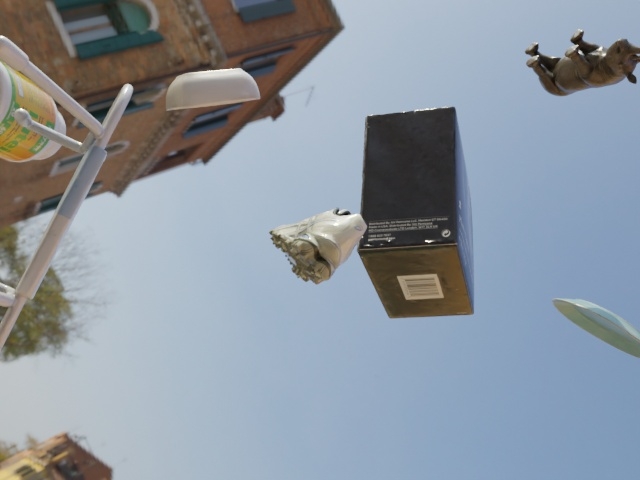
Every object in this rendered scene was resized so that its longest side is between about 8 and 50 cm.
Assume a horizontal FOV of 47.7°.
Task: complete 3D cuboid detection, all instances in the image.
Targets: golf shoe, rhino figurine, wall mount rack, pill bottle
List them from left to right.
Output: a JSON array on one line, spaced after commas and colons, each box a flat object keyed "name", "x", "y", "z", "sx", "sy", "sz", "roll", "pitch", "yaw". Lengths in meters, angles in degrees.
[{"name": "pill bottle", "x": -0.498, "y": -0.199, "z": 1.136, "sx": 0.136, "sy": 0.136, "sz": 0.246, "roll": 62, "pitch": 1, "yaw": 6}, {"name": "wall mount rack", "x": -0.316, "y": -0.045, "z": 0.742, "sx": 0.130, "sy": 0.350, "sz": 0.304, "roll": 27, "pitch": -11, "yaw": -18}, {"name": "golf shoe", "x": 0.000, "y": 0.000, "z": 0.808, "sx": 0.069, "sy": 0.086, "sz": 0.176, "roll": 55, "pitch": -13, "yaw": -16}, {"name": "rhino figurine", "x": 0.451, "y": -0.296, "z": 1.210, "sx": 0.106, "sy": 0.073, "sz": 0.243, "roll": 39, "pitch": -13, "yaw": -23}]

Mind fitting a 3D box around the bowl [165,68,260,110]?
[{"name": "bowl", "x": -0.174, "y": -0.241, "z": 1.150, "sx": 0.142, "sy": 0.142, "sz": 0.053, "roll": -157, "pitch": -120, "yaw": -68}]

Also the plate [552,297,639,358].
[{"name": "plate", "x": 0.479, "y": 0.142, "z": 1.214, "sx": 0.188, "sy": 0.024, "sz": 0.188, "roll": 34, "pitch": -5, "yaw": 4}]

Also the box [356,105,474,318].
[{"name": "box", "x": 0.192, "y": -0.046, "z": 1.377, "sx": 0.296, "sy": 0.182, "sz": 0.294, "roll": 61, "pitch": 28, "yaw": -57}]
